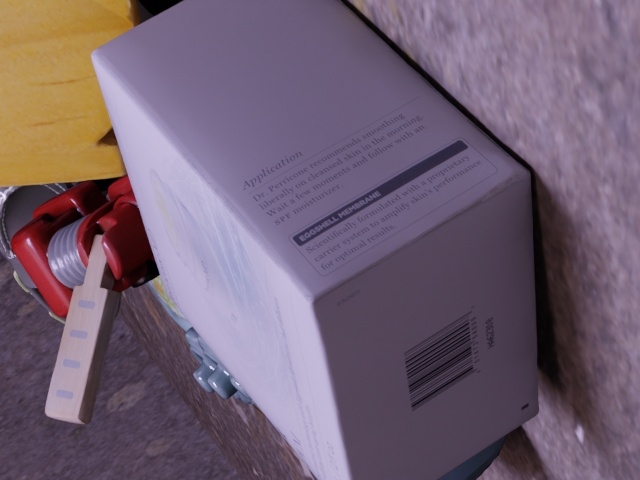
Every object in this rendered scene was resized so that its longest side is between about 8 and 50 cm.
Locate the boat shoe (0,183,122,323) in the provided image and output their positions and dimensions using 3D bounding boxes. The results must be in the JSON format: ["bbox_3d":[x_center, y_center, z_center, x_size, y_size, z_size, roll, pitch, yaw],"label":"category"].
[{"bbox_3d":[-0.268,0.002,1.673,0.091,0.109,0.305,52,171,22],"label":"boat shoe"}]

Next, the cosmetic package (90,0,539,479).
[{"bbox_3d":[0.000,0.000,0.937,0.224,0.138,0.224,48,161,36],"label":"cosmetic package"}]

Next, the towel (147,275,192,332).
[{"bbox_3d":[-0.214,-0.093,1.664,0.374,0.090,0.320,38,159,55],"label":"towel"}]

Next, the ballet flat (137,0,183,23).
[{"bbox_3d":[-0.143,-0.176,1.168,0.124,0.116,0.342,-11,115,52],"label":"ballet flat"}]

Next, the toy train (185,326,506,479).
[{"bbox_3d":[0.013,0.101,1.212,0.190,0.142,0.334,47,169,-6],"label":"toy train"}]

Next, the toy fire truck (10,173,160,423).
[{"bbox_3d":[-0.178,0.027,1.359,0.217,0.246,0.158,-20,105,50],"label":"toy fire truck"}]

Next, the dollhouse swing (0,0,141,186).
[{"bbox_3d":[-0.274,-0.256,1.081,0.305,0.315,0.346,-91,-4,-49],"label":"dollhouse swing"}]
